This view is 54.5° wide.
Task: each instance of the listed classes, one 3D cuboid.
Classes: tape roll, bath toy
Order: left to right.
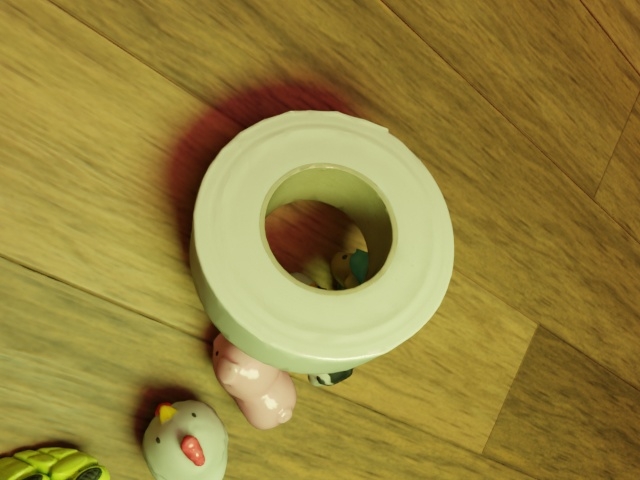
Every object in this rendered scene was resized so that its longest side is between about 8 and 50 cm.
[{"bbox_3d":[-0.063,0.150,0.742,0.348,0.129,0.151,-39,82,-22],"label":"bath toy"},{"bbox_3d":[0.000,0.000,0.691,0.286,0.100,0.286,4,69,-12],"label":"tape roll"}]

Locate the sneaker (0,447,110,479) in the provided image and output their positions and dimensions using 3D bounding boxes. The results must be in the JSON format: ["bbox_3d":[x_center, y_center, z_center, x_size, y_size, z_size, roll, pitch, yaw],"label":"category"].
[{"bbox_3d":[-0.347,0.326,0.623,0.295,0.109,0.123,-37,141,-25],"label":"sneaker"}]
